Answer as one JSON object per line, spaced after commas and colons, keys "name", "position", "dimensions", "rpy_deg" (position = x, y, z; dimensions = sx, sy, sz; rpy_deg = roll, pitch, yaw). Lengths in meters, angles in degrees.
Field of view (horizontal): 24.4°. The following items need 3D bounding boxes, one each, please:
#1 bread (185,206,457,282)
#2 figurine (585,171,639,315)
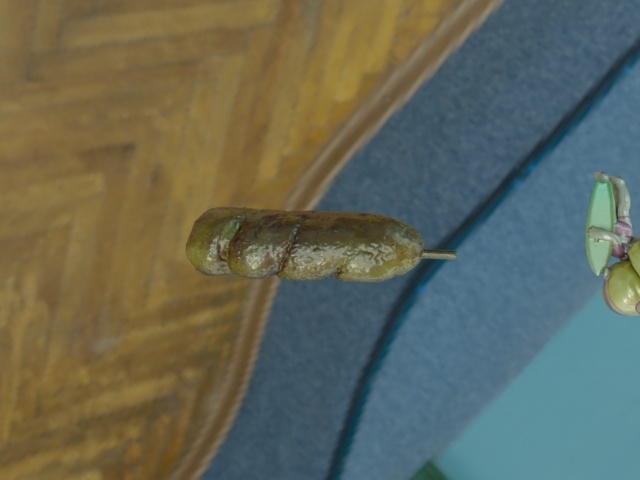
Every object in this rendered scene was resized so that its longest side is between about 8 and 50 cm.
{"name": "bread", "position": [0.001, 0.002, 1.873], "dimensions": [0.124, 0.343, 0.084], "rpy_deg": [-75, 165, -60]}
{"name": "figurine", "position": [0.343, 0.005, 1.669], "dimensions": [0.083, 0.187, 0.083], "rpy_deg": [-3, 155, -2]}
